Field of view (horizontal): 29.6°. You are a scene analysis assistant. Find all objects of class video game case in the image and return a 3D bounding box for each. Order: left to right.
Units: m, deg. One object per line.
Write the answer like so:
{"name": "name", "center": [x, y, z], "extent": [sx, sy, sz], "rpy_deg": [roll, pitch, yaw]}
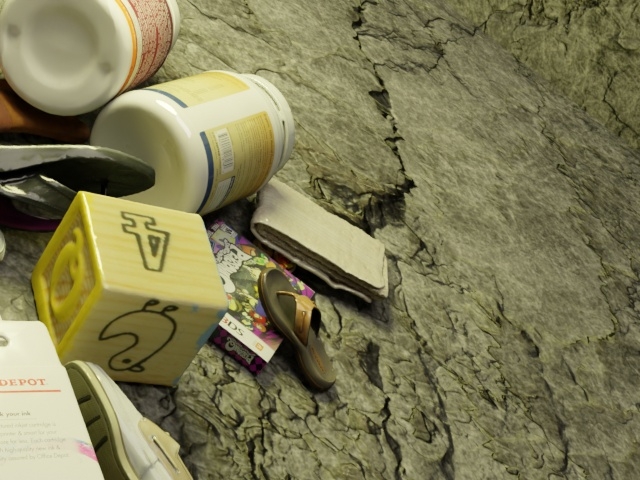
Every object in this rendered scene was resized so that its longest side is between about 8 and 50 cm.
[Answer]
{"name": "video game case", "center": [-0.135, 0.085, 1.957], "extent": [0.210, 0.042, 0.232], "rpy_deg": [39, 32, -1]}

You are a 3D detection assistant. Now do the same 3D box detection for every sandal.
{"name": "sandal", "center": [-0.455, -0.069, 1.772], "extent": [0.446, 0.167, 0.107], "rpy_deg": [1, 71, -31]}
{"name": "sandal", "center": [-0.026, 0.135, 1.918], "extent": [0.219, 0.060, 0.090], "rpy_deg": [63, 29, -2]}

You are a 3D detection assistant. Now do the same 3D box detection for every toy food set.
{"name": "toy food set", "center": [-0.076, 0.024, 2.109], "extent": [0.083, 0.020, 0.082], "rpy_deg": [49, 34, 18]}

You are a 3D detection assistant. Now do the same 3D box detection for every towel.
{"name": "towel", "center": [0.000, 0.000, 2.165], "extent": [0.282, 0.049, 0.187], "rpy_deg": [32, 25, -15]}

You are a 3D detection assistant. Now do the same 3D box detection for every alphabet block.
{"name": "alphabet block", "center": [-0.273, 0.071, 1.712], "extent": [0.197, 0.192, 0.193], "rpy_deg": [10, 39, -34]}

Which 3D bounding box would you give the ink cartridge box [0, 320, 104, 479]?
{"name": "ink cartridge box", "center": [-0.385, 0.264, 1.428], "extent": [0.207, 0.119, 0.353], "rpy_deg": [4, 46, -39]}

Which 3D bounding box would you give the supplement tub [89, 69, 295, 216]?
{"name": "supplement tub", "center": [-0.205, -0.160, 2.027], "extent": [0.228, 0.228, 0.316], "rpy_deg": [45, 33, 12]}

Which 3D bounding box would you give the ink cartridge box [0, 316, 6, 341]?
{"name": "ink cartridge box", "center": [-0.513, 0.109, 1.549], "extent": [0.198, 0.067, 0.115], "rpy_deg": [1, 47, -41]}

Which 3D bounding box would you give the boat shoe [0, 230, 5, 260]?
{"name": "boat shoe", "center": [-0.474, -0.008, 1.659], "extent": [0.079, 0.081, 0.227], "rpy_deg": [16, 12, -7]}

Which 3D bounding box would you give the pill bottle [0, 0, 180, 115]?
{"name": "pill bottle", "center": [-0.378, -0.355, 2.062], "extent": [0.224, 0.224, 0.392], "rpy_deg": [35, 18, -3]}

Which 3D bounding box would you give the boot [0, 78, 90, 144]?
{"name": "boot", "center": [-0.535, -0.267, 1.975], "extent": [0.280, 0.096, 0.264], "rpy_deg": [-4, 45, -50]}

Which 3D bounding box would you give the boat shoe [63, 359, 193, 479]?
{"name": "boat shoe", "center": [-0.240, 0.287, 1.557], "extent": [0.103, 0.113, 0.302], "rpy_deg": [-10, 65, -50]}
